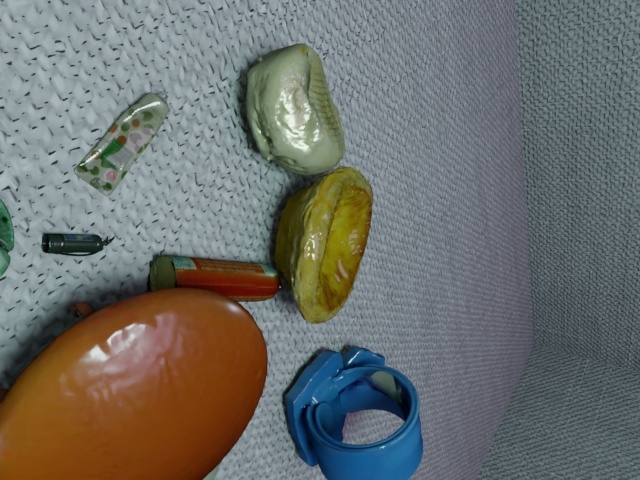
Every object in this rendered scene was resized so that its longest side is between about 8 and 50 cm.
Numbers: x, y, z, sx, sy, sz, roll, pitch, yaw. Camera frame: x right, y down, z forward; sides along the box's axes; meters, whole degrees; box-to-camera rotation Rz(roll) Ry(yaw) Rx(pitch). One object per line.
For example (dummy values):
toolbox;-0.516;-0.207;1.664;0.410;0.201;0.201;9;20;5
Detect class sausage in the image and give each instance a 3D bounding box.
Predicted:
sausage;-0.153;0.070;0.757;0.263;0.083;0.083;10;90;-52

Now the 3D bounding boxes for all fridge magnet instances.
fridge magnet;-0.230;0.223;0.602;0.363;0.155;0.364;-23;127;-35

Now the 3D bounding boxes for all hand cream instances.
hand cream;-0.264;-0.141;0.619;0.165;0.037;0.057;-59;136;-15

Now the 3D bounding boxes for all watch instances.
watch;0.104;0.374;0.979;0.305;0.274;0.242;-33;122;-36

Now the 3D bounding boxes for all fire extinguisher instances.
fire extinguisher;-0.315;0.006;0.589;0.083;0.025;0.038;0;136;-50

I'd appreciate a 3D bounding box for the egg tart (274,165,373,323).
egg tart;0.000;0.000;0.875;0.319;0.128;0.319;-42;138;-54

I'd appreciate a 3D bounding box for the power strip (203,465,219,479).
power strip;-0.211;0.434;0.763;0.047;0.030;0.191;36;53;-36

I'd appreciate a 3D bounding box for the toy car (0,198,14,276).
toy car;-0.424;0.060;0.390;0.136;0.125;0.306;57;44;-42

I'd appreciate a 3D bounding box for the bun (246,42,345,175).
bun;-0.048;-0.218;0.783;0.229;0.145;0.230;-16;90;-76
